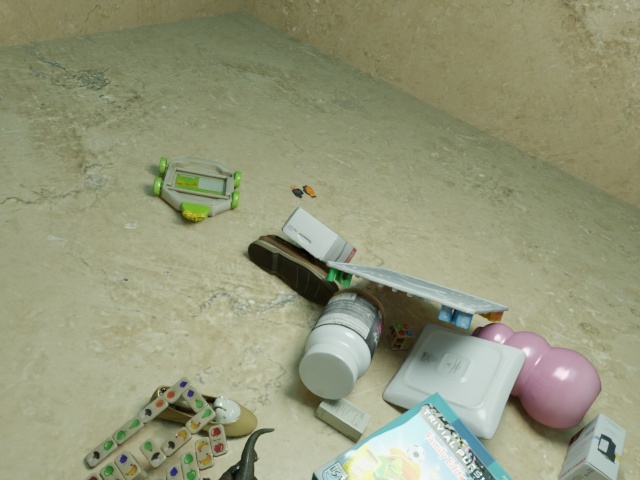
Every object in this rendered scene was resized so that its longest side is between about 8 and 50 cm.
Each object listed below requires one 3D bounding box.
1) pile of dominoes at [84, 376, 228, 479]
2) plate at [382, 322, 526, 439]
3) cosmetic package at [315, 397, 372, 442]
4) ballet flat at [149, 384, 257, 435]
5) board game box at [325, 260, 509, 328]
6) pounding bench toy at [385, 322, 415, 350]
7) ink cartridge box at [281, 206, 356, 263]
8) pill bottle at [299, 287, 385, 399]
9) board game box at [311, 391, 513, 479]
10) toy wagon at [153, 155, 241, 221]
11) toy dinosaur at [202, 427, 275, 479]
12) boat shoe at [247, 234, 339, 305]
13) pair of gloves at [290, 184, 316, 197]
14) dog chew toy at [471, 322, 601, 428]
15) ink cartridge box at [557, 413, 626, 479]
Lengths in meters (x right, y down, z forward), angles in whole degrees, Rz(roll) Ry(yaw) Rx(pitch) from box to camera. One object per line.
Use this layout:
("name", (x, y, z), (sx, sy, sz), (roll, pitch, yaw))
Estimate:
("pile of dominoes", (-0.306, 0.391, 0.976), (0.251, 0.040, 0.196), (-39, 54, -23))
("plate", (0.330, 0.322, 1.296), (0.278, 0.045, 0.277), (13, 44, 33))
("cosmetic package", (0.053, 0.402, 1.203), (0.115, 0.041, 0.060), (31, 37, 14))
("ballet flat", (-0.242, 0.356, 1.104), (0.233, 0.073, 0.080), (13, 36, -9))
("board game box", (0.261, 0.140, 1.389), (0.390, 0.050, 0.390), (17, 4, 31))
("pounding bench toy", (0.217, 0.250, 1.445), (0.052, 0.065, 0.083), (3, 39, -19))
("ink cartridge box", (0.000, 0.000, 1.550), (0.159, 0.092, 0.218), (37, 3, 21))
("pill bottle", (0.055, 0.245, 1.277), (0.162, 0.162, 0.278), (25, 30, 7))
("board game box", (0.189, 0.498, 1.056), (0.336, 0.079, 0.253), (-23, 53, -26))
("toy wagon", (-0.397, -0.159, 1.689), (0.268, 0.068, 0.344), (9, 39, -13))
("toy dinosaur", (-0.165, 0.458, 0.907), (0.121, 0.313, 0.160), (47, 14, -6))
("boat shoe", (-0.061, 0.069, 1.513), (0.307, 0.110, 0.104), (34, 40, 18))
("pair of gloves", (-0.062, -0.179, 1.906), (0.083, 0.010, 0.074), (-7, 45, -30))
("dog chew toy", (0.551, 0.336, 1.386), (0.332, 0.206, 0.207), (34, 39, 31))
("ink cartridge box", (0.645, 0.520, 1.247), (0.072, 0.127, 0.175), (36, 41, 17))
